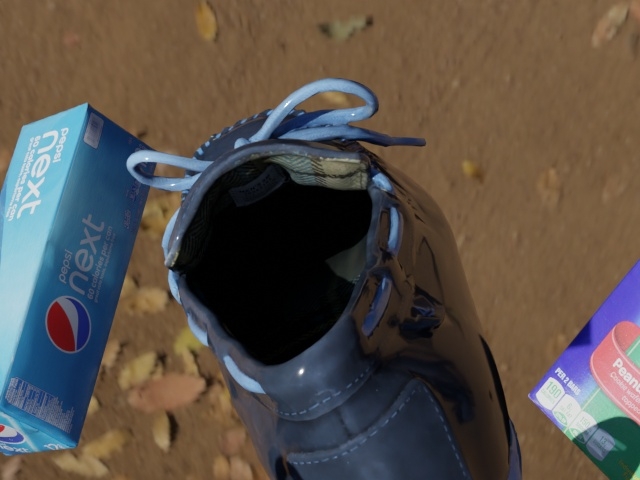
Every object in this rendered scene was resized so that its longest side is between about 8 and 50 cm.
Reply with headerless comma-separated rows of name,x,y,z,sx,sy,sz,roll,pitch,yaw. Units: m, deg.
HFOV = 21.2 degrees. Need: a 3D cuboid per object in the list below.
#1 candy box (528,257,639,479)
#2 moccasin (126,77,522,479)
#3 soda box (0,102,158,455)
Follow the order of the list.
candy box,0.381,0.106,1.449,0.268,0.122,0.317,45,111,24
moccasin,0.000,0.000,0.725,0.138,0.117,0.342,-34,27,-2
soda box,-0.170,0.024,1.073,0.071,0.067,0.210,-12,54,42
